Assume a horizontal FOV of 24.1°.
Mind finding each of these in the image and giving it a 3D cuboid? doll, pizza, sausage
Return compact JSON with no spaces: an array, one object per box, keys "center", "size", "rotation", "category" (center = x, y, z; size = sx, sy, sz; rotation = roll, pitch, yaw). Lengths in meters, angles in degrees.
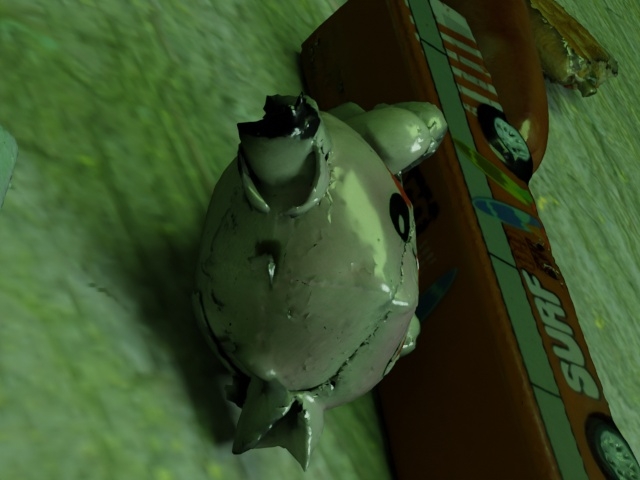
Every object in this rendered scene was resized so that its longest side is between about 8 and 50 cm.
[{"center":[0.000,0.000,0.626],"size":[0.192,0.095,0.149],"rotation":[-53,152,-74],"category":"doll"},{"center":[0.229,-0.190,1.444],"size":[0.195,0.052,0.185],"rotation":[22,34,-49],"category":"pizza"},{"center":[0.110,-0.121,1.050],"size":[0.083,0.089,0.300],"rotation":[52,22,-32],"category":"sausage"}]

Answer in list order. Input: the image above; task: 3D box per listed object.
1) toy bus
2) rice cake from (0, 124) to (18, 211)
[{"center":[0.073,0.026,0.770],"size":[0.092,0.093,0.409],"rotation":[29,34,-37],"category":"toy bus"},{"center":[-0.122,0.022,0.436],"size":[0.033,0.033,0.208],"rotation":[48,24,-27],"category":"rice cake"}]
